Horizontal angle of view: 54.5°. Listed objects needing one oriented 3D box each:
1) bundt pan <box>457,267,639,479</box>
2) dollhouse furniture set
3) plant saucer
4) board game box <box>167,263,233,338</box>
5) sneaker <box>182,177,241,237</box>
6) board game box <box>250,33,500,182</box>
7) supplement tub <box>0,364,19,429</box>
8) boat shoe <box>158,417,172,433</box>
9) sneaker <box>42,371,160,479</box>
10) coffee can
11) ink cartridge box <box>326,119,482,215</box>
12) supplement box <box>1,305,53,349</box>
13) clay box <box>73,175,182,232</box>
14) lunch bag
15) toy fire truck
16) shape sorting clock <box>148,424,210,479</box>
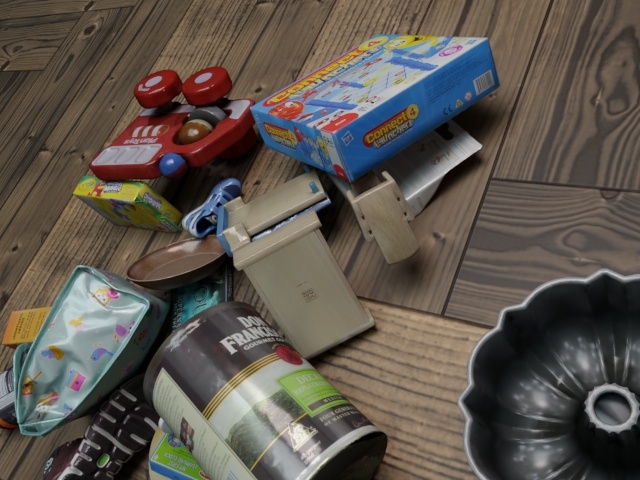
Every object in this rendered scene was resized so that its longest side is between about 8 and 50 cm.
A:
[{"bbox_3d":[0.333,0.204,0.700,0.331,0.124,0.330,-15,55,22],"label":"bundt pan"},{"bbox_3d":[0.000,0.000,1.041,0.286,0.198,0.303,-28,25,3],"label":"dollhouse furniture set"},{"bbox_3d":[-0.255,0.044,1.142,0.199,0.036,0.198,-13,20,5],"label":"plant saucer"},{"bbox_3d":[-0.215,0.141,1.113,0.126,0.026,0.186,-19,53,18],"label":"board game box"},{"bbox_3d":[-0.203,-0.060,1.214,0.144,0.053,0.059,-47,36,-1],"label":"sneaker"},{"bbox_3d":[0.080,-0.241,1.052,0.308,0.086,0.302,-34,31,-17],"label":"board game box"},{"bbox_3d":[-0.554,0.283,1.162,0.198,0.106,0.106,-31,50,10],"label":"supplement tub"},{"bbox_3d":[-0.202,0.244,0.987,0.040,0.049,0.142,19,52,44],"label":"boat shoe"},{"bbox_3d":[-0.371,0.326,1.037,0.162,0.106,0.281,-7,38,52],"label":"sneaker"},{"bbox_3d":[-0.077,0.242,0.834,0.275,0.201,0.201,38,83,32],"label":"coffee can"},{"bbox_3d":[0.141,-0.129,1.076,0.225,0.056,0.181,-34,49,-1],"label":"ink cartridge box"},{"bbox_3d":[-0.509,0.173,1.225,0.233,0.080,0.078,-8,59,22],"label":"supplement box"},{"bbox_3d":[-0.387,-0.074,1.283,0.222,0.127,0.053,7,65,32],"label":"clay box"},{"bbox_3d":[-0.382,0.186,1.028,0.160,0.223,0.262,29,83,0],"label":"lunch bag"},{"bbox_3d":[-0.283,-0.206,1.241,0.302,0.169,0.254,4,48,28],"label":"toy fire truck"},{"bbox_3d":[-0.173,0.315,0.966,0.206,0.040,0.206,-13,45,13],"label":"shape sorting clock"}]
